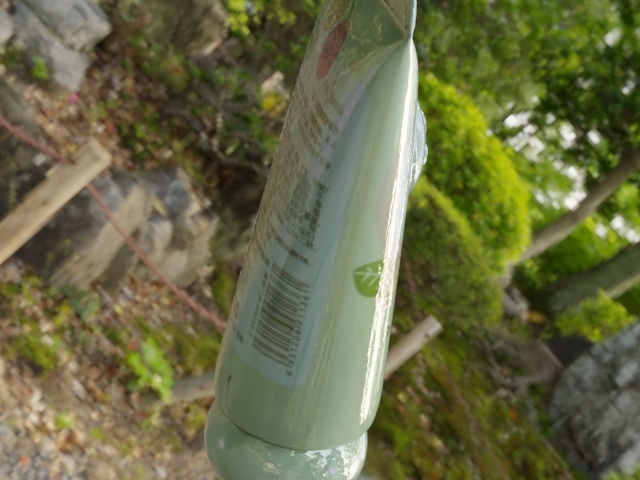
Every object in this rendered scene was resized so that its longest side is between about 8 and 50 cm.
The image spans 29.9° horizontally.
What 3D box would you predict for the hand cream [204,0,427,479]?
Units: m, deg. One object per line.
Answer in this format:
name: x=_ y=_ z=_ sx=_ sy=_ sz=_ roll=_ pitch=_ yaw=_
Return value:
hand cream: x=0.000 y=0.000 z=0.619 sx=0.093 sy=0.306 sz=0.147 roll=4 pitch=28 yaw=-11
